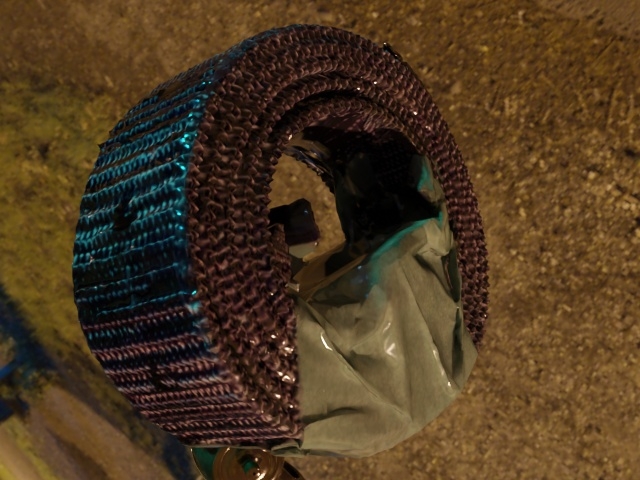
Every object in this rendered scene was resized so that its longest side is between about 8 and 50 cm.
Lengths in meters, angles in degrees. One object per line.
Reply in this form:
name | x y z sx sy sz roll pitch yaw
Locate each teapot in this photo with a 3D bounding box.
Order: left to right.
teapot | -0.058 0.176 0.654 0.121 0.076 0.068 37 180 -26

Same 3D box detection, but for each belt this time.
belt | 0.000 0.000 0.508 0.122 0.324 0.260 -15 96 35
